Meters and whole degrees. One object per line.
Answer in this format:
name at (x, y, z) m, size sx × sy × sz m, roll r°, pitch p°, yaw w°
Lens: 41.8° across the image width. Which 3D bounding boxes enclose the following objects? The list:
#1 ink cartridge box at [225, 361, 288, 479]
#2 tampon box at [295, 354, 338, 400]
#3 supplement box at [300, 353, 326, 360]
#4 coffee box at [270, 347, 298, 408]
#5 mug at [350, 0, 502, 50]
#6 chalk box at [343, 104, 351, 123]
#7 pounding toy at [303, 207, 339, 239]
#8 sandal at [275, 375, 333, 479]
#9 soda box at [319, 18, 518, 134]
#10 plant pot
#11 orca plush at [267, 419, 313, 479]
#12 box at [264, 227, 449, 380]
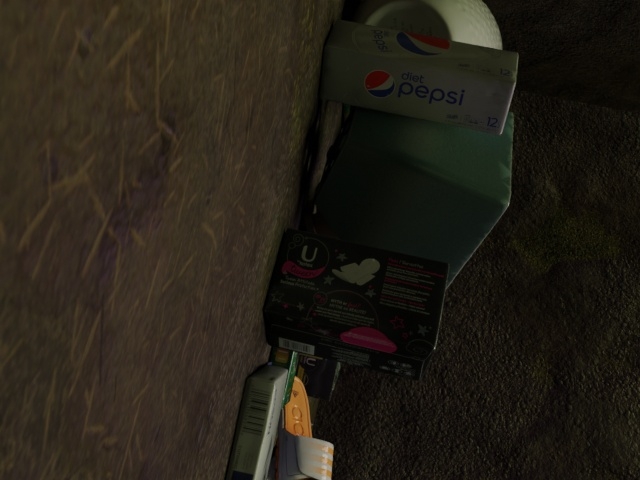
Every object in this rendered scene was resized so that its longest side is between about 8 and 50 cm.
ink cartridge box at (-0.094, 0.302, 1.253) m, size 0.224 × 0.045 × 0.224 m, roll 19°, pitch 82°, yaw -86°
tampon box at (-0.006, 0.265, 1.874) m, size 0.161 × 0.101 × 0.121 m, roll -56°, pitch 158°, yaw -76°
supplement box at (-0.020, 0.187, 1.620) m, size 0.083 × 0.083 × 0.056 m, roll -45°, pitch 146°, yaw -81°
coffee box at (-0.058, 0.188, 1.424) m, size 0.113 × 0.040 × 0.184 m, roll 36°, pitch 66°, yaw -85°
mug at (0.175, -0.295, 1.523) m, size 0.328 × 0.276 × 0.375 m, roll -33°, pitch 130°, yaw -71°
chalk box at (0.205, -0.304, 1.814) m, size 0.179 × 0.288 × 0.180 m, roll 88°, pitch 15°, yaw -71°
pounding toy at (0.000, 0.000, 1.486) m, size 0.270 × 0.154 × 0.154 m, roll -89°, pitch 158°, yaw -61°
sandal at (-0.025, 0.347, 1.457) m, size 0.102 × 0.076 × 0.265 m, roll 25°, pitch 45°, yaw -44°
soda box at (0.148, -0.249, 1.268) m, size 0.091 × 0.286 × 0.098 m, roll -71°, pitch 170°, yaw -47°
plant pot at (0.135, -0.100, 1.343) m, size 0.247 × 0.252 × 0.248 m, roll -75°, pitch -170°, yaw -47°
orca plush at (-0.100, 0.421, 1.463) m, size 0.151 × 0.102 × 0.287 m, roll 39°, pitch 38°, yaw -34°
box at (0.053, 0.097, 1.256) m, size 0.163 × 0.247 × 0.142 m, roll 93°, pitch 11°, yaw -64°
